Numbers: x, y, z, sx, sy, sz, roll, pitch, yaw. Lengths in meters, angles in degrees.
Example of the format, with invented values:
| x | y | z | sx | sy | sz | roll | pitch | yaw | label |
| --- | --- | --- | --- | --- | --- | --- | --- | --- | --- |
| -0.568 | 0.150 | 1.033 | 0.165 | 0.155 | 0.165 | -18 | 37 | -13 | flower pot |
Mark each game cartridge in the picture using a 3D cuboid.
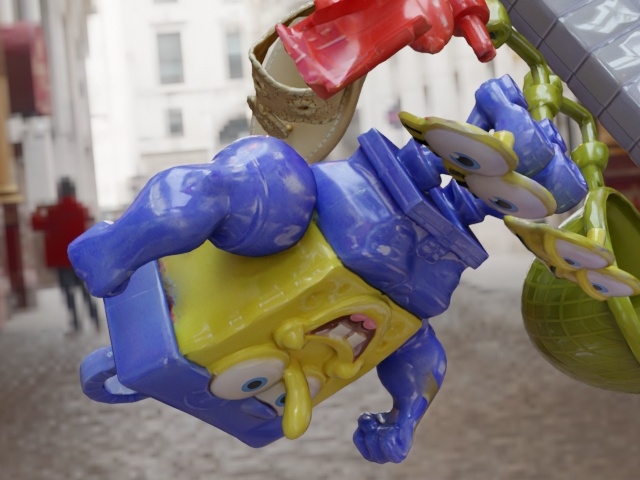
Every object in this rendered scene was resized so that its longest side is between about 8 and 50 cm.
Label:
| x | y | z | sx | sy | sz | roll | pitch | yaw | label |
| --- | --- | --- | --- | --- | --- | --- | --- | --- | --- |
| 0.319 | -0.208 | 1.441 | 0.355 | 0.230 | 0.068 | -30 | -20 | -34 | game cartridge |

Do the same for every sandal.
| x | y | z | sx | sy | sz | roll | pitch | yaw | label |
| --- | --- | --- | --- | --- | --- | --- | --- | --- | --- |
| -0.008 | -0.124 | 1.099 | 0.079 | 0.088 | 0.240 | -5 | -31 | -42 | sandal |

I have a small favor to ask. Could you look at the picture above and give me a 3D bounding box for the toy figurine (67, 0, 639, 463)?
| x | y | z | sx | sy | sz | roll | pitch | yaw | label |
| --- | --- | --- | --- | --- | --- | --- | --- | --- | --- |
| 0.000 | 0.000 | 0.712 | 0.217 | 0.191 | 0.362 | -32 | -29 | 13 | toy figurine |
